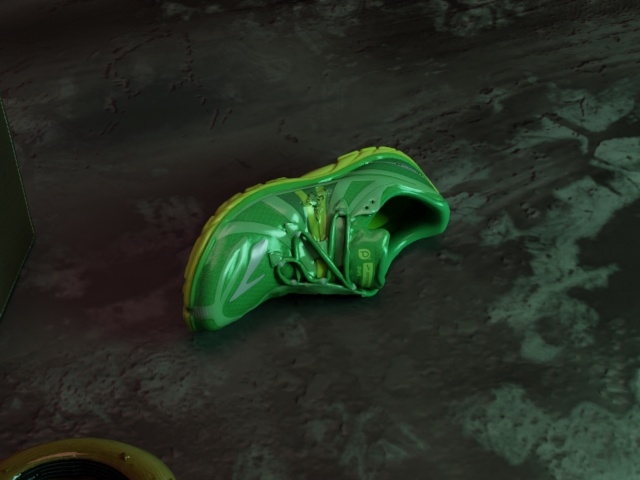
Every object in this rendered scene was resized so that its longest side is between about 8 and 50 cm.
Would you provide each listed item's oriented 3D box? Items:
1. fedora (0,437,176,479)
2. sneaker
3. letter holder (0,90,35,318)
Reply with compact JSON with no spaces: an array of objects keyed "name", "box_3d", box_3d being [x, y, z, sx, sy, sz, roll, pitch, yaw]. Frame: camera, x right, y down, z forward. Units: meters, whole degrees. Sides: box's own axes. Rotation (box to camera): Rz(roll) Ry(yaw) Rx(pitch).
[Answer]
[{"name":"fedora","box_3d":[-0.187,0.232,0.929,0.194,0.079,0.194,-1,35,1]},{"name":"sneaker","box_3d":[0.000,0.000,1.163,0.295,0.109,0.123,-29,45,-29]},{"name":"letter holder","box_3d":[-0.373,0.013,1.072,0.152,0.214,0.302,4,42,5]}]
